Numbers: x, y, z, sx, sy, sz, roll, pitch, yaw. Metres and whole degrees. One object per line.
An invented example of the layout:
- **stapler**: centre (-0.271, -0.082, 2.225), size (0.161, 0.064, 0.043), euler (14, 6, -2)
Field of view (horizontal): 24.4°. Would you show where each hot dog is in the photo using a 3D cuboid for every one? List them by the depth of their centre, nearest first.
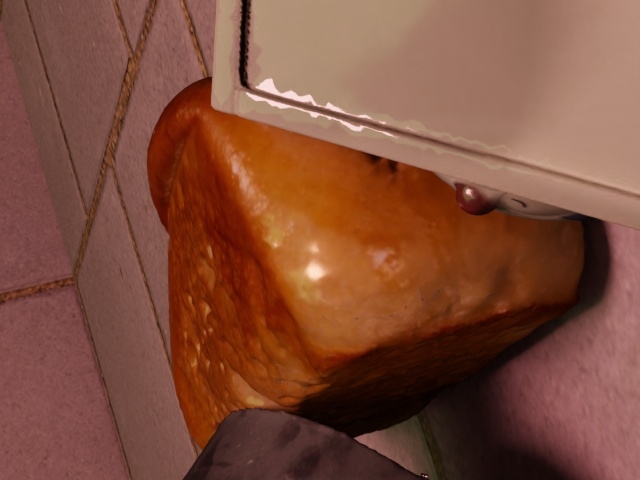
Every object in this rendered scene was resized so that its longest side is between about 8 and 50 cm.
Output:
- **hot dog**: centre (0.002, 0.000, 0.941), size (0.405, 0.185, 0.223), euler (127, 126, -66)

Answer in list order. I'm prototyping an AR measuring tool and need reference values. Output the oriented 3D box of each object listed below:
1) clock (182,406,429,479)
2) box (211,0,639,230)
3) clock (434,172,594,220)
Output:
- **clock**: centre (0.044, 0.230, 0.905), size (0.319, 0.066, 0.319), euler (33, 154, 18)
- **box**: centre (0.094, -0.135, 0.477), size (0.225, 0.117, 0.225), euler (18, 118, 24)
- **clock**: centre (0.082, -0.106, 0.693), size (0.146, 0.200, 0.243), euler (-56, 33, 14)
